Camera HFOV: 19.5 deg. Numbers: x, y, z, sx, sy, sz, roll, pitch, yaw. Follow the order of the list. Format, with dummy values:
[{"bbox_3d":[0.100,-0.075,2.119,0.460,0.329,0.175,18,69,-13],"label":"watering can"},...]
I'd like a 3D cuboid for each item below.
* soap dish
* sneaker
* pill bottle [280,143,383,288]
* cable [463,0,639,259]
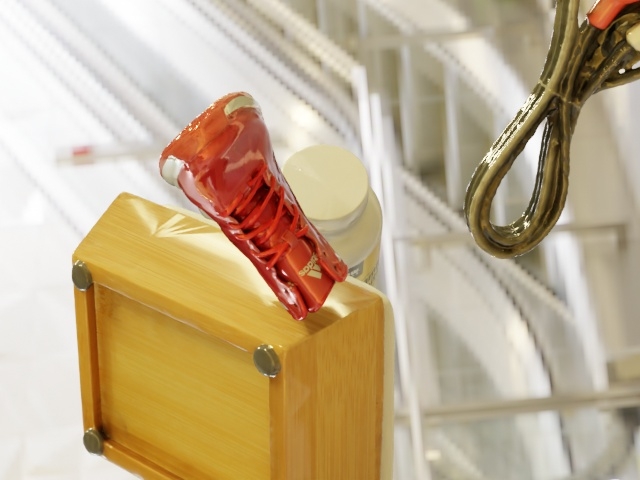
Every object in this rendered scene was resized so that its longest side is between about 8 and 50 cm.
[{"bbox_3d":[-0.077,0.111,1.484,0.291,0.118,0.229,22,122,38],"label":"soap dish"},{"bbox_3d":[-0.031,-0.020,1.282,0.128,0.087,0.221,46,180,13],"label":"sneaker"},{"bbox_3d":[0.000,0.000,1.578,0.184,0.103,0.103,93,173,-59],"label":"pill bottle"},{"bbox_3d":[0.181,-0.114,1.255,0.287,0.139,0.072,-53,28,9],"label":"cable"}]
